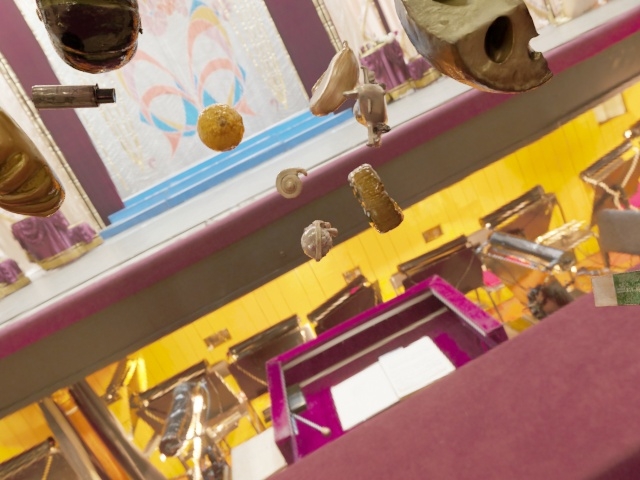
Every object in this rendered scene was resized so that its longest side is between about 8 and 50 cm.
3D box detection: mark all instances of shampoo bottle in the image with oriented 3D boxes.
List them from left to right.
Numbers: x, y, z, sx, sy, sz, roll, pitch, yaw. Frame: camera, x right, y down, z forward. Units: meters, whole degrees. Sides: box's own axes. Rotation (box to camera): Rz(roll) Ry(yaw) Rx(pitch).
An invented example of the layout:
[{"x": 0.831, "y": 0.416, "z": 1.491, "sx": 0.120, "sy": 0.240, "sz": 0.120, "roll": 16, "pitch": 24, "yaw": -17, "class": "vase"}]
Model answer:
[{"x": -0.690, "y": -0.406, "z": 1.399, "sx": 0.214, "sy": 0.072, "sz": 0.072, "roll": -4, "pitch": 11, "yaw": -8, "class": "shampoo bottle"}]

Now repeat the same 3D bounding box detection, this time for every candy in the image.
[{"x": 0.192, "y": -0.148, "z": 1.755, "sx": 0.118, "sy": 0.260, "sz": 0.260, "roll": -29, "pitch": 13, "yaw": 2, "class": "candy"}]

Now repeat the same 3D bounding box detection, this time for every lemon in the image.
[{"x": -0.234, "y": -0.265, "z": 1.169, "sx": 0.114, "sy": 0.114, "sz": 0.155, "roll": -28, "pitch": 13, "yaw": -7, "class": "lemon"}]

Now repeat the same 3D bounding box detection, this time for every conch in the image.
[{"x": -0.088, "y": -0.197, "z": 1.648, "sx": 0.094, "sy": 0.105, "sz": 0.176, "roll": 17, "pitch": 16, "yaw": 12, "class": "conch"}]

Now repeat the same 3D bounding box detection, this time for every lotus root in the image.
[{"x": 0.215, "y": -0.336, "z": 0.796, "sx": 0.142, "sy": 0.210, "sz": 0.314, "roll": -32, "pitch": 40, "yaw": 9, "class": "lotus root"}]

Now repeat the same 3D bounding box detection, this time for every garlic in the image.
[{"x": 0.053, "y": -0.478, "z": 1.518, "sx": 0.228, "sy": 0.110, "sz": 0.217, "roll": -53, "pitch": 17, "yaw": 39, "class": "garlic"}]

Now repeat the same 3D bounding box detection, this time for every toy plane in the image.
[{"x": 0.149, "y": -0.405, "z": 1.499, "sx": 0.118, "sy": 0.252, "sz": 0.252, "roll": -6, "pitch": 19, "yaw": 14, "class": "toy plane"}]

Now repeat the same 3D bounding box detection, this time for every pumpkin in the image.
[{"x": -0.583, "y": -0.583, "z": 1.253, "sx": 0.241, "sy": 0.323, "sz": 0.323, "roll": -11, "pitch": 6, "yaw": -26, "class": "pumpkin"}]

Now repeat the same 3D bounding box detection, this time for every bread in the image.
[{"x": -0.748, "y": -0.184, "z": 1.159, "sx": 0.160, "sy": 0.333, "sz": 0.333, "roll": -44, "pitch": 19, "yaw": -22, "class": "bread"}]

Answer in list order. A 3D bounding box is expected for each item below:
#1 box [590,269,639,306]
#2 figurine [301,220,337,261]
[{"x": 0.740, "y": 0.107, "z": 1.131, "sx": 0.135, "sy": 0.081, "sz": 0.199, "roll": -4, "pitch": -7, "yaw": -4, "class": "box"}, {"x": -0.004, "y": 0.000, "z": 1.953, "sx": 0.141, "sy": 0.163, "sz": 0.237, "roll": 0, "pitch": 9, "yaw": 2, "class": "figurine"}]
